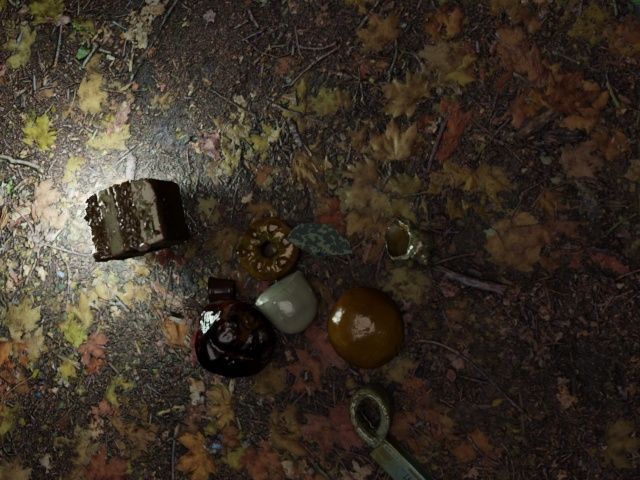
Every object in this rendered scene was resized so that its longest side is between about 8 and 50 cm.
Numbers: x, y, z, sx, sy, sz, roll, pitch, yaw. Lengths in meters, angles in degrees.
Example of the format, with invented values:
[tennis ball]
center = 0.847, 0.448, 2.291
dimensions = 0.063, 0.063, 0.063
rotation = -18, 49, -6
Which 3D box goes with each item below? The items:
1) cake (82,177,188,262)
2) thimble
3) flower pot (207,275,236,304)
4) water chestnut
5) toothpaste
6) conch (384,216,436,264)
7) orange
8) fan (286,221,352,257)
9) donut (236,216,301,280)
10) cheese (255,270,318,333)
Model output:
[cake]
center = -0.651, -0.072, 2.015
dimensions = 0.290, 0.282, 0.256
rotation = -12, 89, 8
[thimble]
center = 0.172, 0.566, 1.823
dimensions = 0.137, 0.143, 0.191
rotation = -17, 81, 11
[flower pot]
center = -0.351, 0.179, 2.009
dimensions = 0.089, 0.111, 0.111
rotation = -4, 84, 1
[water chestnut]
center = -0.295, 0.338, 1.914
dimensions = 0.288, 0.244, 0.289
rotation = -2, 100, -12
[toothpaste]
center = 0.303, 0.772, 1.816
dimensions = 0.313, 0.071, 0.089
rotation = 43, 100, 13
[conch]
center = 0.288, 0.003, 1.851
dimensions = 0.155, 0.130, 0.207
rotation = -19, 61, -19
[orange]
center = 0.149, 0.282, 1.803
dimensions = 0.264, 0.264, 0.264
rotation = -1, 85, 13
[fan]
center = 0.000, 0.000, 1.931
dimensions = 0.240, 0.009, 0.131
rotation = 12, 67, -14
[donut]
center = -0.176, 0.034, 1.968
dimensions = 0.226, 0.114, 0.227
rotation = -1, 84, 13
[cheese]
center = -0.098, 0.218, 1.903
dimensions = 0.198, 0.154, 0.189
rotation = -35, 84, -18
